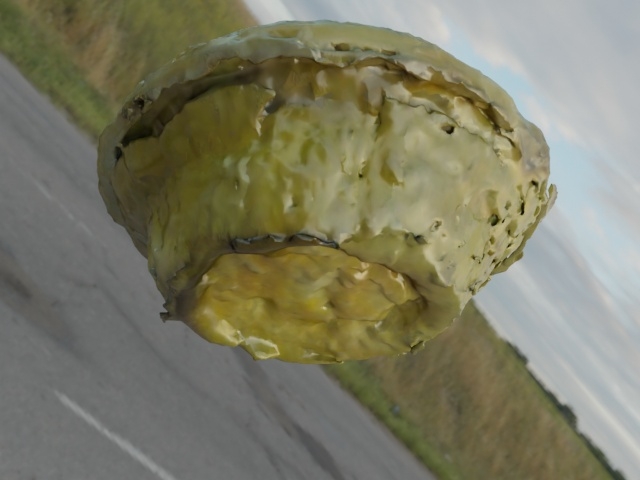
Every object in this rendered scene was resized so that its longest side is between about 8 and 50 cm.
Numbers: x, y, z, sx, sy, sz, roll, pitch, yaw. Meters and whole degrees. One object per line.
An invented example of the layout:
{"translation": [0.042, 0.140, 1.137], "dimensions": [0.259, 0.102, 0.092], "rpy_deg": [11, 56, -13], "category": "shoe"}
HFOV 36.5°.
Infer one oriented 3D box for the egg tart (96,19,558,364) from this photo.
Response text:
{"translation": [0.000, 0.000, 0.697], "dimensions": [0.345, 0.345, 0.132], "rpy_deg": [48, 37, -50], "category": "egg tart"}
